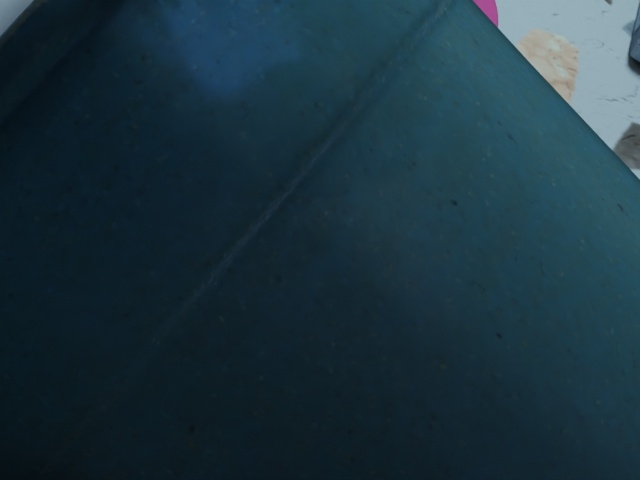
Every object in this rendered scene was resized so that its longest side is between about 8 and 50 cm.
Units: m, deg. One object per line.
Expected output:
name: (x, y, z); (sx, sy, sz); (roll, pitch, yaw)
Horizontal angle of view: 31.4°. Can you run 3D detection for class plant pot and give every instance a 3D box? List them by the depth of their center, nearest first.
plant pot: (0.019, 0.062, 0.478); (0.334, 0.341, 0.341); (41, 41, -4)

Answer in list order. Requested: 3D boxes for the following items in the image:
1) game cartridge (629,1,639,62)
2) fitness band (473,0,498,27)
game cartridge: (0.428, -0.220, 1.184); (0.198, 0.062, 0.297); (34, 41, -5)
fitness band: (0.033, -0.235, 0.954); (0.209, 0.054, 0.291); (0, 50, -31)
